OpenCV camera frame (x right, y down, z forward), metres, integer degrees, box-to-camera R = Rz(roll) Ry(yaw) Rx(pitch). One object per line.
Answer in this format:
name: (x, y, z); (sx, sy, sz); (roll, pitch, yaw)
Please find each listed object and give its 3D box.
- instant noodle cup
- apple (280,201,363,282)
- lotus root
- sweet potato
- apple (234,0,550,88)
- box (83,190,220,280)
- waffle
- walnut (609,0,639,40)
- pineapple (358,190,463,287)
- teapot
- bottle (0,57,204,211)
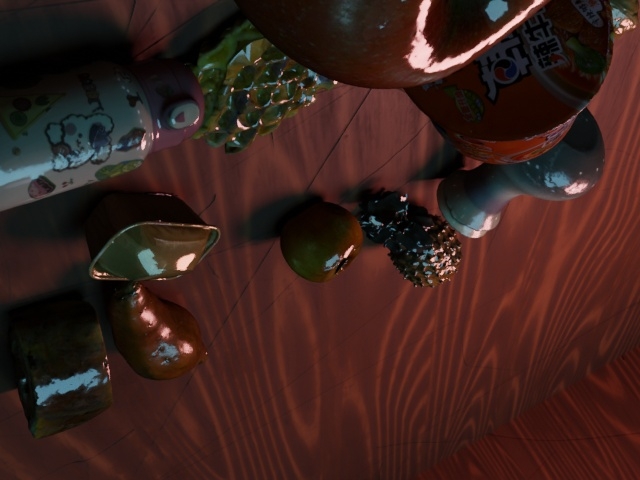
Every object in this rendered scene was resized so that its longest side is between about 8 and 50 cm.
instant noodle cup: (0.214, -0.210, 1.539); (0.250, 0.250, 0.192); (-33, 166, 0)
apple: (0.000, 0.000, 1.835); (0.114, 0.102, 0.099); (-46, 167, 12)
lotus root: (-0.341, 0.175, 1.722); (0.119, 0.138, 0.235); (-14, 157, -17)
sweet potato: (-0.222, 0.137, 1.811); (0.112, 0.112, 0.359); (-34, 160, 3)
apple: (0.069, -0.302, 1.104); (0.348, 0.277, 0.348); (-26, 156, -13)
box: (-0.203, 0.002, 1.571); (0.111, 0.111, 0.177); (-46, 154, 28)
waffle: (-0.060, -0.181, 1.457); (0.223, 0.054, 0.204); (-36, 157, 5)
walnut: (0.365, -0.303, 1.703); (0.105, 0.105, 0.124); (-37, 161, 8)
pineapple: (0.128, -0.008, 1.978); (0.125, 0.125, 0.251); (-37, 151, 9)
teapot: (0.283, -0.107, 1.912); (0.183, 0.184, 0.251); (-10, 160, -42)
bottle: (-0.234, -0.114, 1.289); (0.253, 0.120, 0.120); (-20, 154, -27)
